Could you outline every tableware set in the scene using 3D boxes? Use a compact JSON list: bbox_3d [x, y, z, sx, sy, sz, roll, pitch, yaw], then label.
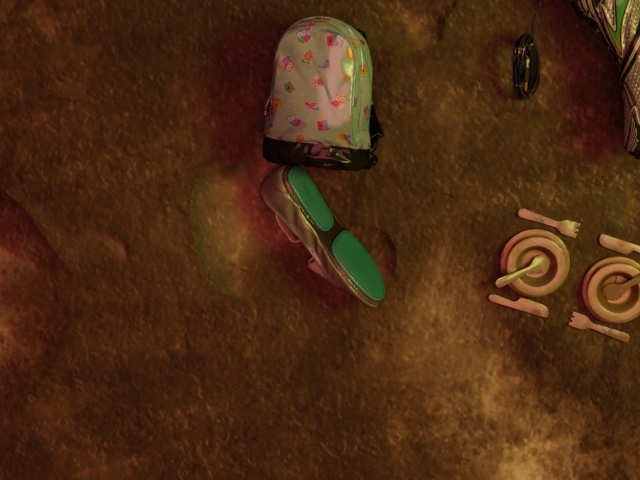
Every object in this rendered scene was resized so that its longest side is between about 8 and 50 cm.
[{"bbox_3d":[0.319,0.047,1.890,0.194,0.039,0.128,17,102,1],"label":"tableware set"}]

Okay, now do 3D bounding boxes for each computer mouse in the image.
[{"bbox_3d":[0.253,-0.289,1.827,0.041,0.071,0.242,19,109,34],"label":"computer mouse"}]

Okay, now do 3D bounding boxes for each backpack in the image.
[{"bbox_3d":[0.003,-0.179,1.833,0.152,0.115,0.182,6,99,6],"label":"backpack"}]

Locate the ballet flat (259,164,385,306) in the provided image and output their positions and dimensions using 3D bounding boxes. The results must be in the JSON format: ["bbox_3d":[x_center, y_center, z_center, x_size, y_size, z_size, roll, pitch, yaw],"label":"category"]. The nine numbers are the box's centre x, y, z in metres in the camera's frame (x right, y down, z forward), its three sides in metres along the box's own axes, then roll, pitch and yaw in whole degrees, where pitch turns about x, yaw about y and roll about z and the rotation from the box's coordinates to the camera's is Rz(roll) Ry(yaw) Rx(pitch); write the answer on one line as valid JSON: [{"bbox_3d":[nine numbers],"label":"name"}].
[{"bbox_3d":[0.000,0.000,1.901,0.068,0.072,0.213,-31,97,37],"label":"ballet flat"}]

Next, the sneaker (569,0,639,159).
[{"bbox_3d":[0.363,-0.265,1.795,0.146,0.134,0.344,-5,92,12],"label":"sneaker"}]
